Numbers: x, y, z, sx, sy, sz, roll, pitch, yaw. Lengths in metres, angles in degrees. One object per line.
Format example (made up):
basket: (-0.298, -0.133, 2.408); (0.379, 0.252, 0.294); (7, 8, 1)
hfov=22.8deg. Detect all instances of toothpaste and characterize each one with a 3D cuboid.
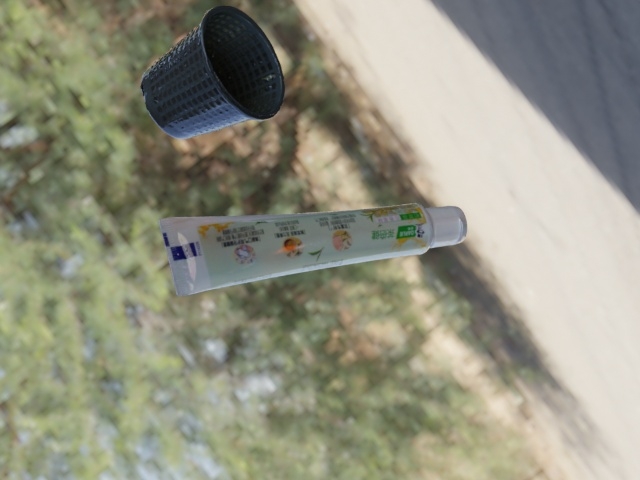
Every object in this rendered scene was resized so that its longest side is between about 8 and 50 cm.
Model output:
toothpaste: (0.000, 0.000, 1.533); (0.058, 0.314, 0.056); (41, 132, 55)

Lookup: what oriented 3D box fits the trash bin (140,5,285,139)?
trash bin: (-0.164, -0.224, 2.283); (0.175, 0.161, 0.175); (31, -134, -39)
